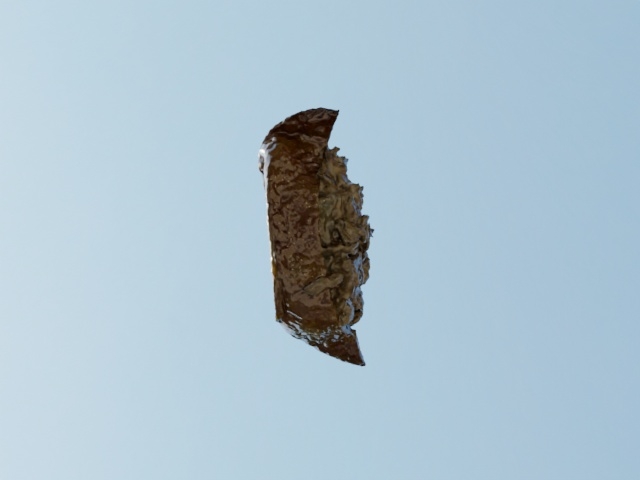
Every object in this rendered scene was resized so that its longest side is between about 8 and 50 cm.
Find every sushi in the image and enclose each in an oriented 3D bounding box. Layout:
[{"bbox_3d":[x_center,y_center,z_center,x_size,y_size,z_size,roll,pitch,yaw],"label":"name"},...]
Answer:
[{"bbox_3d":[0.000,0.000,0.752,0.055,0.052,0.120,-4,-104,-3],"label":"sushi"}]
